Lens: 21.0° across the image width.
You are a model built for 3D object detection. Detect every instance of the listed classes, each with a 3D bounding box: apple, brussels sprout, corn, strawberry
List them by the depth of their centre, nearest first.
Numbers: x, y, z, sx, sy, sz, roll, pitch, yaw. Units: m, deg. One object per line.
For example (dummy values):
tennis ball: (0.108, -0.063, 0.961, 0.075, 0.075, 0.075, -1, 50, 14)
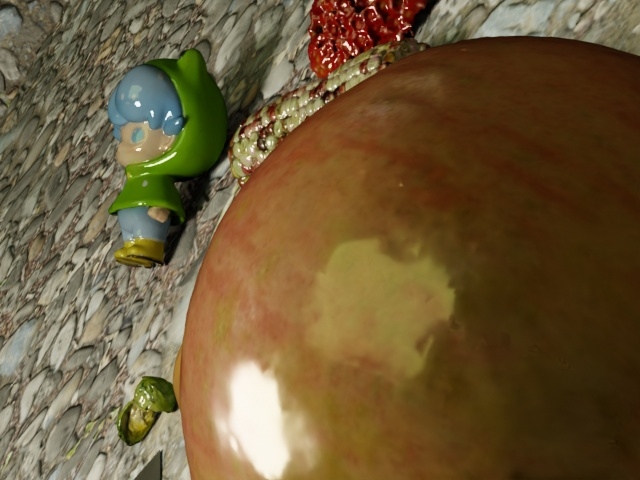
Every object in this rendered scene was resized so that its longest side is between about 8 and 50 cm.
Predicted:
apple: (0.114, 0.080, 0.867, 0.364, 0.364, 0.364, -46, 24, 28)
corn: (0.007, -0.123, 1.714, 0.280, 0.092, 0.092, -29, 35, 48)
brussels sprout: (-0.183, 0.172, 1.781, 0.083, 0.046, 0.051, -44, 19, 32)
strawberry: (0.061, -0.293, 1.810, 0.286, 0.106, 0.188, -63, 21, -13)

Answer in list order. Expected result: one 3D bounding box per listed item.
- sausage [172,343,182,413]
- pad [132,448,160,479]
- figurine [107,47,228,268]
sausage: (-0.054, 0.151, 1.423, 0.120, 0.136, 0.241, -53, 26, 14)
pad: (-0.194, 0.303, 1.684, 0.127, 0.004, 0.190, -49, 23, 22)
figurine: (-0.193, -0.098, 2.069, 0.162, 0.143, 0.263, 161, 120, -67)
